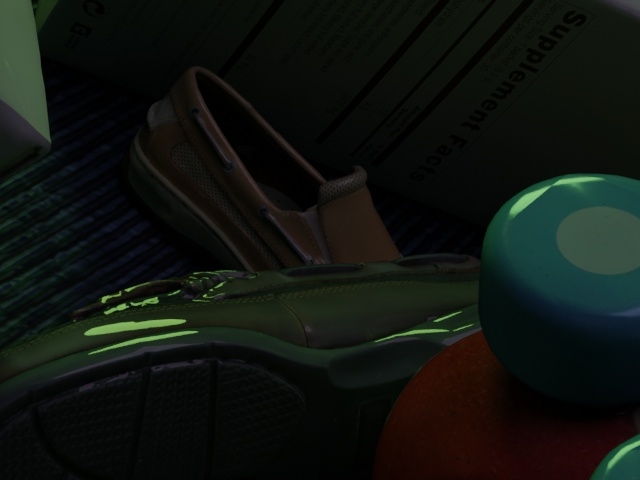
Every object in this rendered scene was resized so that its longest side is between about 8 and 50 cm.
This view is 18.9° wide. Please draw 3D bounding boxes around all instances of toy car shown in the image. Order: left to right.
[{"bbox_3d":[0.014,0.125,0.601,0.238,0.219,0.210,-7,44,-8],"label":"toy car"}]

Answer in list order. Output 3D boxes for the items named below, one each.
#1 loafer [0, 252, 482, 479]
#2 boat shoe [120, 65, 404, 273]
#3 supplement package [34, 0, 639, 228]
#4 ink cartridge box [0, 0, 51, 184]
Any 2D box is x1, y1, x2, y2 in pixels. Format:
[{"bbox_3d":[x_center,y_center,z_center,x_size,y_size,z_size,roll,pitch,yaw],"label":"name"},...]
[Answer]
[{"bbox_3d":[-0.021,0.052,0.712,0.267,0.096,0.084,-5,32,-31],"label":"loafer"},{"bbox_3d":[0.000,0.000,0.813,0.190,0.072,0.068,38,33,6],"label":"boat shoe"},{"bbox_3d":[0.039,-0.148,0.910,0.293,0.175,0.177,20,51,-20],"label":"supplement package"},{"bbox_3d":[-0.249,-0.188,0.668,0.279,0.160,0.384,46,20,-42],"label":"ink cartridge box"}]
